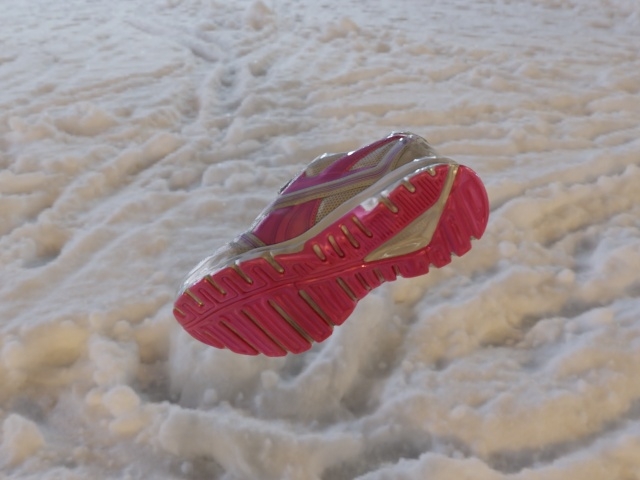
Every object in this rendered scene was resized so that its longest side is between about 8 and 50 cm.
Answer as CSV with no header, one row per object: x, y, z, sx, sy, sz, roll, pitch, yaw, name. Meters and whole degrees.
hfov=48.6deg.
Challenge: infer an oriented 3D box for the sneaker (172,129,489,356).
0.000,0.000,0.555,0.252,0.103,0.111,-26,35,7,sneaker
